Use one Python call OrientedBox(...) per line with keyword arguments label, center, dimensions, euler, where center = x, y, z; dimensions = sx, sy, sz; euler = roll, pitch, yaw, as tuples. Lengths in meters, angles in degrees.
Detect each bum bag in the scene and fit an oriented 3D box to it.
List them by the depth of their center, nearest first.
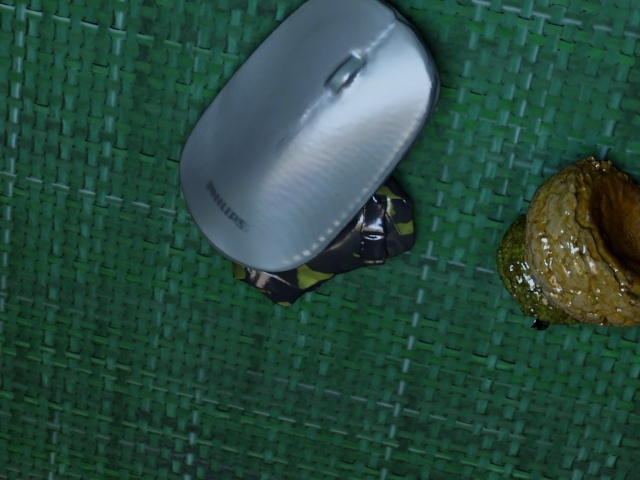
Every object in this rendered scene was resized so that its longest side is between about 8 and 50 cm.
OrientedBox(label="bum bag", center=(0.000, 0.000, 1.983), dimensions=(0.232, 0.060, 0.107), euler=(-25, 100, 28))

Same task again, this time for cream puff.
OrientedBox(label="cream puff", center=(0.261, 0.026, 1.887), dimensions=(0.183, 0.183, 0.169), euler=(46, 130, -13))

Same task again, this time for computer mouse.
OrientedBox(label="computer mouse", center=(-0.020, -0.109, 1.885), dimensions=(0.197, 0.095, 0.331), euler=(44, 116, 8))
